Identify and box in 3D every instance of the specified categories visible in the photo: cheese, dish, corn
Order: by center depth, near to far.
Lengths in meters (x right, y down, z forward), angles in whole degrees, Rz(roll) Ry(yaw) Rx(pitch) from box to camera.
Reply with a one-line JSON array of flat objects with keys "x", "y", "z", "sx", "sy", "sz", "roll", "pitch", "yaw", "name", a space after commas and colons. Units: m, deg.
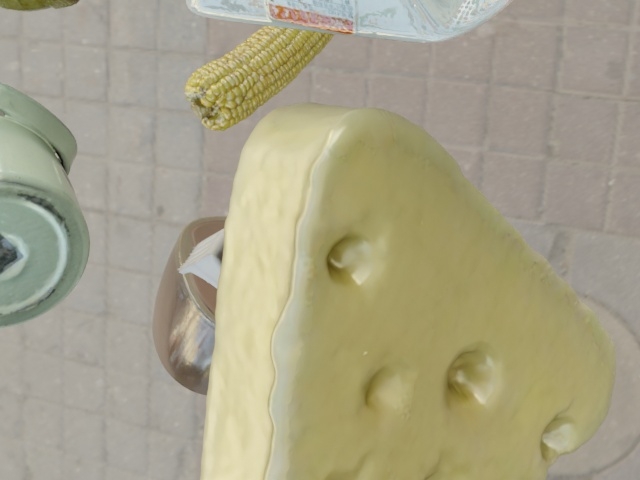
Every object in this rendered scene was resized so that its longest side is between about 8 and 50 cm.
[{"x": 0.027, "y": -0.205, "z": 0.677, "sx": 0.234, "sy": 0.064, "sz": 0.154, "roll": 12, "pitch": 67, "yaw": 26, "name": "dish"}, {"x": 0.038, "y": 0.131, "z": 0.801, "sx": 0.104, "sy": 0.383, "sz": 0.384, "roll": 12, "pitch": 106, "yaw": 50, "name": "cheese"}, {"x": -0.078, "y": -0.266, "z": 1.614, "sx": 0.101, "sy": 0.291, "sz": 0.101, "roll": 34, "pitch": 152, "yaw": 21, "name": "corn"}]

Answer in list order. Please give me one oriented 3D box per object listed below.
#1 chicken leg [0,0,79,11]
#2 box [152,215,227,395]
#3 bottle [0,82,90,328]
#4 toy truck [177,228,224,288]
[{"x": -0.288, "y": -0.317, "z": 1.264, "sx": 0.227, "sy": 0.103, "sz": 0.088, "roll": -10, "pitch": 138, "yaw": -4, "name": "chicken leg"}, {"x": -0.167, "y": 0.127, "z": 2.020, "sx": 0.301, "sy": 0.301, "sz": 0.216, "roll": 47, "pitch": 130, "yaw": 13, "name": "box"}, {"x": -0.405, "y": -0.078, "z": 1.342, "sx": 0.229, "sy": 0.229, "sz": 0.352, "roll": -62, "pitch": 33, "yaw": 22, "name": "bottle"}, {"x": 0.000, "y": 0.000, "z": 1.156, "sx": 0.285, "sy": 0.136, "sz": 0.111, "roll": -20, "pitch": 103, "yaw": 11, "name": "toy truck"}]
